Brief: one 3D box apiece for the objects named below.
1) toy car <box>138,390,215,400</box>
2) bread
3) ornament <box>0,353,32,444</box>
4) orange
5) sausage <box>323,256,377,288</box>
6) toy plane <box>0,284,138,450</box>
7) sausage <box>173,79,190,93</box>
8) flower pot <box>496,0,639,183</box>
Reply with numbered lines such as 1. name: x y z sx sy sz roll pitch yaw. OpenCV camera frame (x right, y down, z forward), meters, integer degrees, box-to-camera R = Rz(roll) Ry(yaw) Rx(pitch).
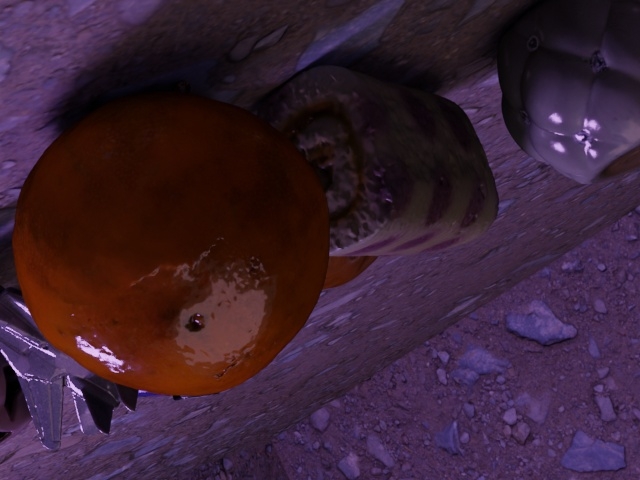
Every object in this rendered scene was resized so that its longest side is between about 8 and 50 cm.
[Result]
1. toy car: -0.213 0.133 1.820 0.158 0.172 0.235 -10 175 8
2. bread: 0.077 -0.079 1.460 0.155 0.187 0.338 -27 168 22
3. ornament: -0.384 0.149 1.452 0.178 0.177 0.177 -25 167 -6
4. orange: -0.130 0.008 1.195 0.284 0.226 0.283 -5 122 -8
5. sausage: -0.001 0.000 1.773 0.136 0.120 0.241 -48 160 20
6. toy plane: -0.291 0.085 1.363 0.212 0.267 0.088 -43 -164 21
7. sausage: -0.134 -0.124 1.247 0.015 0.015 0.100 -21 167 -22
8. flower pot: 0.324 -0.182 1.528 0.246 0.195 0.246 -25 168 -6
